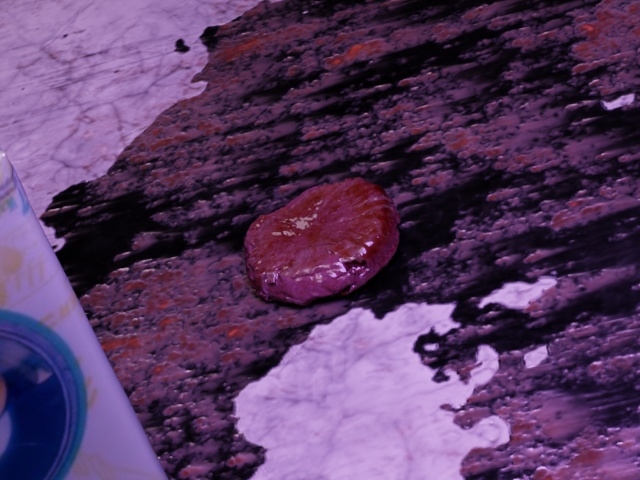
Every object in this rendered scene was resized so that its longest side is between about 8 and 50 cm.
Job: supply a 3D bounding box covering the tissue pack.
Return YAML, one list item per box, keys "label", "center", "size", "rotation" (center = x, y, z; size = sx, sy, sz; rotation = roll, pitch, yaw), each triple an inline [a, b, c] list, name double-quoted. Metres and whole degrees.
- label: "tissue pack"
  center: [-0.297, 0.131, 1.441]
  size: [0.287, 0.388, 0.162]
  rotation: [-31, 37, -12]

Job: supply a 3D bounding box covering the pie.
- label: "pie"
  center: [0.000, 0.000, 1.743]
  size: [0.154, 0.038, 0.153]
  rotation: [-15, 38, 12]
